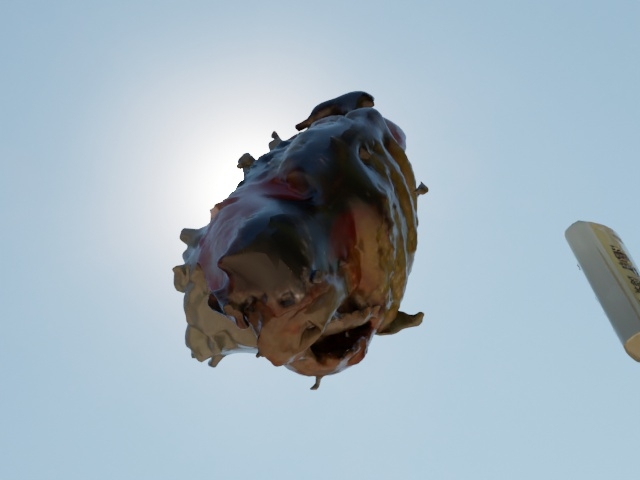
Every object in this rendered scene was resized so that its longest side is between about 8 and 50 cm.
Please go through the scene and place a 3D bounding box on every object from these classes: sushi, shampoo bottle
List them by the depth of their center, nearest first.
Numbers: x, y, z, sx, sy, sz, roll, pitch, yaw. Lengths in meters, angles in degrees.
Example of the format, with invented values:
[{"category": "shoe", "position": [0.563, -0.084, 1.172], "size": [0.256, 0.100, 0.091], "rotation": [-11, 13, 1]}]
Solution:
[{"category": "sushi", "position": [-0.003, 0.002, 0.505], "size": [0.103, 0.226, 0.097], "rotation": [-26, -76, 28]}, {"category": "shampoo bottle", "position": [0.201, 0.047, 0.725], "size": [0.034, 0.141, 0.049], "rotation": [-33, -43, 16]}]
